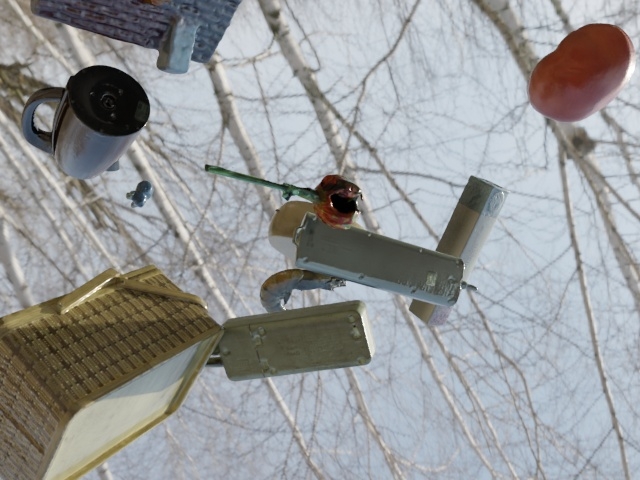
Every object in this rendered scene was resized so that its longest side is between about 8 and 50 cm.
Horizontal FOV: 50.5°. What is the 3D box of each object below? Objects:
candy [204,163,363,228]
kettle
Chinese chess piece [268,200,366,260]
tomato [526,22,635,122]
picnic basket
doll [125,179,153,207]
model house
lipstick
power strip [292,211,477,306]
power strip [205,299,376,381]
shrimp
[{"bbox_3d":[-0.031,-0.048,0.639,0.049,0.184,0.055,-26,-117,43],"label":"candy"},{"bbox_3d":[-0.445,-0.206,1.257,0.232,0.202,0.144,-36,-135,50],"label":"kettle"},{"bbox_3d":[0.000,0.000,1.681,0.273,0.273,0.102,10,-109,36],"label":"Chinese chess piece"},{"bbox_3d":[0.623,-0.394,1.614,0.260,0.260,0.180,-34,-103,-14],"label":"tomato"},{"bbox_3d":[-0.316,0.184,0.958,0.175,0.228,0.313,40,-150,15],"label":"picnic basket"},{"bbox_3d":[-0.511,-0.130,1.938,0.050,0.076,0.083,23,-117,9],"label":"doll"},{"bbox_3d":[-0.281,-0.449,1.052,0.360,0.339,0.297,5,-165,-41],"label":"model house"},{"bbox_3d":[0.285,0.024,1.415,0.068,0.066,0.317,37,-70,43],"label":"lipstick"},{"bbox_3d":[0.077,0.026,0.773,0.027,0.252,0.060,-6,-110,63],"label":"power strip"},{"bbox_3d":[-0.063,0.158,1.036,0.288,0.093,0.053,-9,-165,16],"label":"power strip"},{"bbox_3d":[-0.044,0.128,1.624,0.217,0.150,0.051,0,-146,-23],"label":"shrimp"}]
